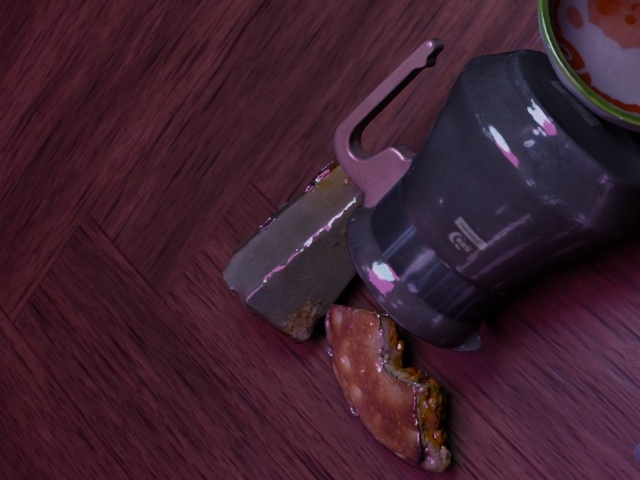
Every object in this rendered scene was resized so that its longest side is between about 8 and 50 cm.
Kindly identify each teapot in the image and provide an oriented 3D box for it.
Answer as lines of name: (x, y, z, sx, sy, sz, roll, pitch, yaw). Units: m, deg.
teapot: (0.200, -0.074, 1.839, 0.362, 0.305, 0.376, -45, 76, 26)

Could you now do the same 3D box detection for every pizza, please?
pizza: (0.101, 0.202, 1.979, 0.305, 0.085, 0.161, 58, 134, 31)

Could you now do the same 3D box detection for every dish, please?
dish: (0.426, -0.275, 1.797, 0.324, 0.124, 0.324, 2, 76, -7)

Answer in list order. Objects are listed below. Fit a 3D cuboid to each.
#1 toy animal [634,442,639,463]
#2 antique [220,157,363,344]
toy animal: (0.495, 0.290, 1.698, 0.255, 0.176, 0.239, 8, 79, 70)
antique: (0.000, 0.000, 2.057, 0.284, 0.150, 0.125, -48, 38, 8)
